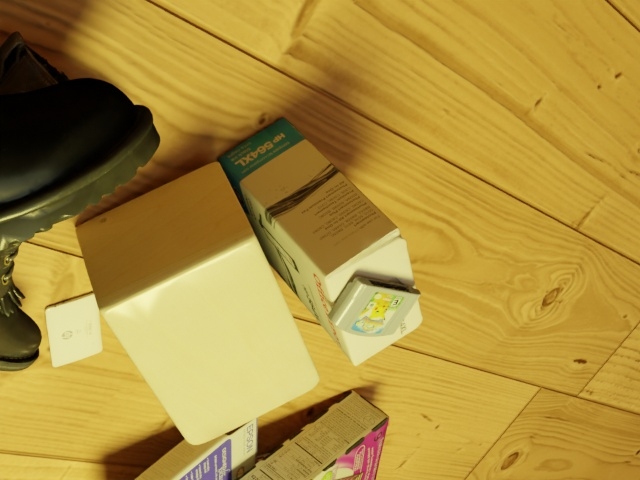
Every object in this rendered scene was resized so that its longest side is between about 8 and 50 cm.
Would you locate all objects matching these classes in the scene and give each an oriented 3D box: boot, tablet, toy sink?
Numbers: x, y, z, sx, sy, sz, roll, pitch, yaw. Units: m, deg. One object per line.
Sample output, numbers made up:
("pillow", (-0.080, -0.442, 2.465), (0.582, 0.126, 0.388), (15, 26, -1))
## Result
("boot", (-0.249, -0.021, 0.876), (0.229, 0.091, 0.263), (-38, 138, -3))
("tablet", (-0.247, 0.091, 1.044), (0.054, 0.006, 0.083), (-18, 134, -26))
("toy sink", (-0.115, 0.064, 1.018), (0.153, 0.131, 0.234), (-26, 135, -3))
("boot", (-0.293, -0.111, 0.680), (0.348, 0.131, 0.260), (-24, 116, -23))

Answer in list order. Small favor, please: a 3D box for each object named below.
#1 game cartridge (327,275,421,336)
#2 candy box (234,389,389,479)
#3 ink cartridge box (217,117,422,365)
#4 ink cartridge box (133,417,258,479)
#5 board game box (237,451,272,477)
("game cartridge", (0.048, 0.061, 0.930), (0.083, 0.017, 0.056), (12, 122, -43))
("candy box", (-0.017, 0.319, 1.336), (0.233, 0.071, 0.159), (-31, 142, -39))
("ink cartridge box", (0.000, 0.000, 1.007), (0.086, 0.203, 0.148), (-32, 139, -12))
("ink cartridge box", (-0.160, 0.326, 1.244), (0.208, 0.045, 0.206), (-33, 140, -38))
("board game box", (-0.109, 0.351, 1.373), (0.104, 0.026, 0.154), (-9, 130, -33))
